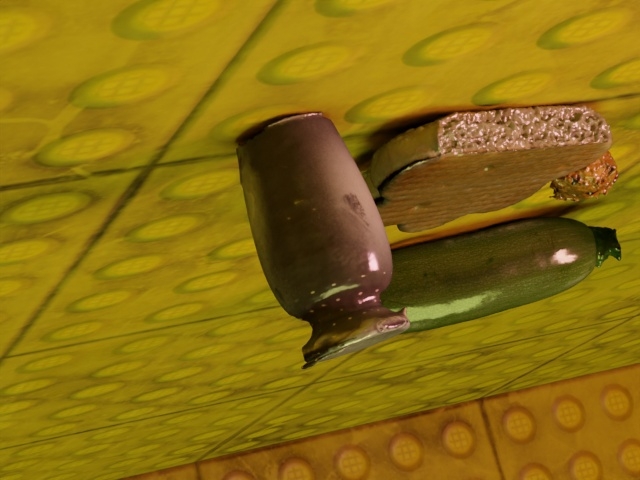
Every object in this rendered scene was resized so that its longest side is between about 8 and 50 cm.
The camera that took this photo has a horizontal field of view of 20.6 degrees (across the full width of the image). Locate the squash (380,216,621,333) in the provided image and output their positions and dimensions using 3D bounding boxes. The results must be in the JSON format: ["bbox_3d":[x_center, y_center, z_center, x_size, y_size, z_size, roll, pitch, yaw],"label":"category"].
[{"bbox_3d":[0.179,0.042,2.125,0.395,0.107,0.107,-12,167,-11],"label":"squash"}]

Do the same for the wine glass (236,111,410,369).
[{"bbox_3d":[0.000,0.000,1.508,0.111,0.204,0.111,-19,170,-4],"label":"wine glass"}]

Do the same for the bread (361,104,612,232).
[{"bbox_3d":[0.139,-0.069,1.711,0.286,0.056,0.207,-4,159,-42],"label":"bread"}]

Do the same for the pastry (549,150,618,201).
[{"bbox_3d":[0.276,-0.074,1.867,0.080,0.056,0.140,-9,174,2],"label":"pastry"}]
